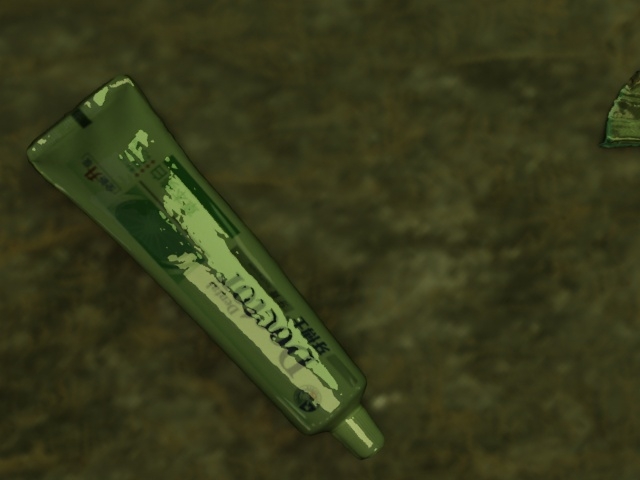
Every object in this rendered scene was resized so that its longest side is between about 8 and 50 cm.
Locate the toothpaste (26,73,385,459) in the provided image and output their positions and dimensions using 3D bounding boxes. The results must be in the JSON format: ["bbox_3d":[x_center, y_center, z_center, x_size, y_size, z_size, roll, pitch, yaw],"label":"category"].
[{"bbox_3d":[-0.047,0.018,0.640,0.064,0.041,0.218,-41,88,-11],"label":"toothpaste"}]

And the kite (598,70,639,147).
[{"bbox_3d":[0.261,-0.157,0.654,0.314,0.011,0.335,43,89,0],"label":"kite"}]
